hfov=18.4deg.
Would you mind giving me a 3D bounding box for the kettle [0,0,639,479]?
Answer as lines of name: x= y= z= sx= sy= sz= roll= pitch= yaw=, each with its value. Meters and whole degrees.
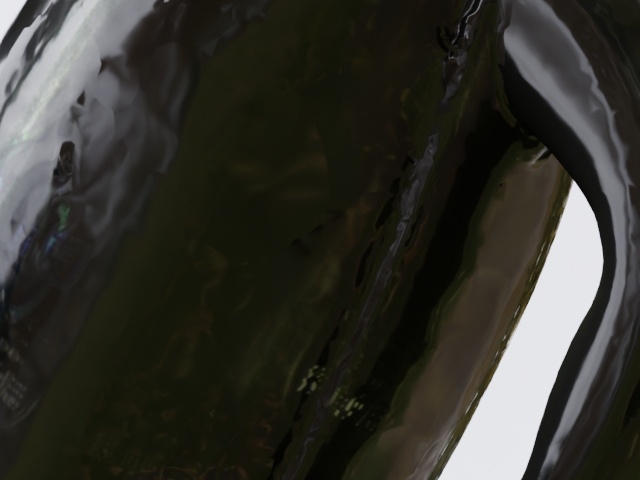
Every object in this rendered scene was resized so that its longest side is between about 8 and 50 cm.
kettle: x=0.000 y=0.000 z=0.684 sx=0.228 sy=0.321 sz=0.324 roll=9 pitch=-61 yaw=-40
